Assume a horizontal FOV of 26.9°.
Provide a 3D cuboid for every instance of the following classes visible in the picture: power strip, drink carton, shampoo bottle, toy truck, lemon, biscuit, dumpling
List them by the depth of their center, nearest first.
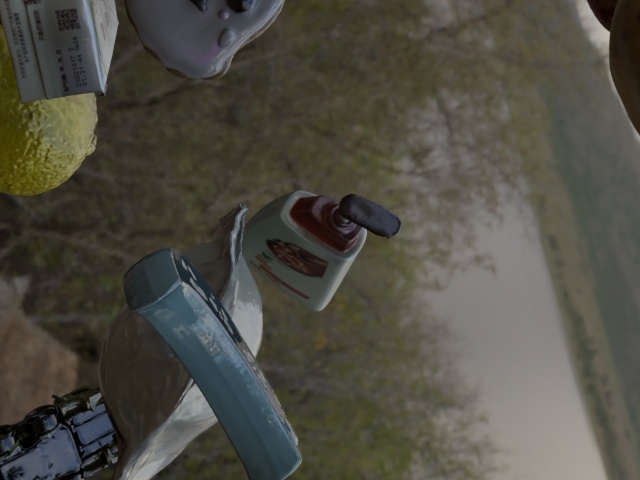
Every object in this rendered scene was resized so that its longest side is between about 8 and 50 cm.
[{"bbox_3d":[-0.075,0.092,0.984,0.216,0.044,0.137,58,1,-26],"label":"power strip"},{"bbox_3d":[-0.157,0.120,1.543,0.181,0.341,0.260,46,-29,4],"label":"dumpling"},{"bbox_3d":[-0.139,-0.302,1.611,0.181,0.208,0.049,47,7,-12],"label":"biscuit"},{"bbox_3d":[0.000,0.000,1.626,0.153,0.071,0.284,38,-23,-8],"label":"shampoo bottle"},{"bbox_3d":[-0.340,0.263,1.823,0.127,0.257,0.127,18,-50,62],"label":"toy truck"},{"bbox_3d":[-0.377,-0.346,1.932,0.324,0.132,0.194,-101,-178,-63],"label":"drink carton"},{"bbox_3d":[-0.517,-0.216,2.203,0.322,0.268,0.268,25,28,-16],"label":"lemon"}]

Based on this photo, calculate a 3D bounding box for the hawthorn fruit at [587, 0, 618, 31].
[{"bbox_3d":[0.342,-0.271,1.331,0.185,0.185,0.202,46,47,-73],"label":"hawthorn fruit"}]

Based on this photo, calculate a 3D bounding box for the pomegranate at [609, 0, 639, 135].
[{"bbox_3d":[0.398,-0.163,1.056,0.332,0.332,0.333,-15,90,-82],"label":"pomegranate"}]
